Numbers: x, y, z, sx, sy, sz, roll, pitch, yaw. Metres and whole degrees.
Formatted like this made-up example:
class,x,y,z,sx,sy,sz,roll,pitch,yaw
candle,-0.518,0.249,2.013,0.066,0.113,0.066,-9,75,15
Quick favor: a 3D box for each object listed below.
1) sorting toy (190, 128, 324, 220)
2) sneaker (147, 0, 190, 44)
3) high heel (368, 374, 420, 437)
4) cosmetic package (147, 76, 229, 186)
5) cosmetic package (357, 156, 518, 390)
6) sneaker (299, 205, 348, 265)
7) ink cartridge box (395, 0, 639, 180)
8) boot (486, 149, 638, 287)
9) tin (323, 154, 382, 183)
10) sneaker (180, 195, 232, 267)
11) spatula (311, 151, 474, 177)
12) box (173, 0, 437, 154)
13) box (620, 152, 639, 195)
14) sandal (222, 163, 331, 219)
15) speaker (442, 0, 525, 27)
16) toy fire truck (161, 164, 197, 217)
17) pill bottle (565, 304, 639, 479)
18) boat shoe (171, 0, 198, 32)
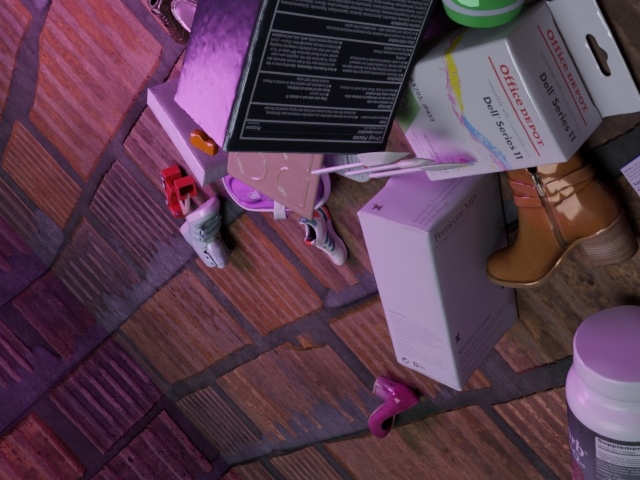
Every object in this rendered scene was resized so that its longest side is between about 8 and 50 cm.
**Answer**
class,x,y,z,sx,sy,sz,roll,pitch,yaw
sorting toy,-0.122,-0.189,1.782,0.307,0.041,0.229,30,139,21
sneaker,-0.312,-0.464,1.824,0.066,0.071,0.188,23,142,33
high heel,0.187,0.432,2.271,0.117,0.082,0.244,28,137,26
cosmetic package,-0.268,-0.235,1.952,0.239,0.098,0.060,56,152,18
cosmetic package,0.219,0.049,1.644,0.156,0.217,0.385,21,143,36
sneaker,0.000,0.000,1.984,0.057,0.075,0.161,10,134,45
ink cartridge box,0.268,-0.217,1.359,0.353,0.119,0.207,-6,122,54
boot,0.341,-0.041,1.478,0.283,0.109,0.220,-13,121,51
tin,0.039,-0.171,1.778,0.189,0.040,0.106,24,147,32
sneaker,-0.259,-0.014,2.264,0.151,0.094,0.256,52,159,1
spatula,0.100,-0.118,1.451,0.242,0.168,0.019,-1,89,57
box,-0.021,-0.291,1.327,0.183,0.296,0.294,43,125,42
box,0.496,-0.080,1.243,0.137,0.072,0.126,55,163,7
sandal,-0.107,-0.104,1.938,0.169,0.102,0.416,51,156,-13
speaker,0.212,-0.427,1.177,0.131,0.131,0.297,26,144,30
toy fire truck,-0.342,-0.109,2.252,0.135,0.047,0.192,56,158,35
pill bottle,0.526,0.296,1.562,0.210,0.210,0.363,20,140,37
boat shoe,-0.167,-0.370,1.732,0.324,0.096,0.117,37,148,14
